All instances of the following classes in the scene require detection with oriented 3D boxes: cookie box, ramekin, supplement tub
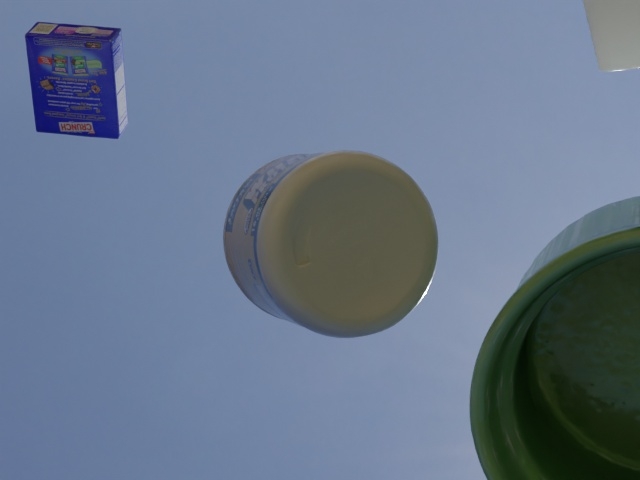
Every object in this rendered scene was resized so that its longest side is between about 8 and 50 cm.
[{"bbox_3d":[-0.244,-0.160,1.387,0.092,0.107,0.040,6,-150,10],"label":"cookie box"},{"bbox_3d":[0.276,0.109,1.078,0.303,0.303,0.148,9,-159,10],"label":"ramekin"},{"bbox_3d":[0.000,0.000,1.130,0.144,0.144,0.200,-17,-174,-15],"label":"supplement tub"}]

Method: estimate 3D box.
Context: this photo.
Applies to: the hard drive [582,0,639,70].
[{"bbox_3d":[0.302,-0.307,1.154,0.210,0.318,0.040,-5,-153,31],"label":"hard drive"}]
